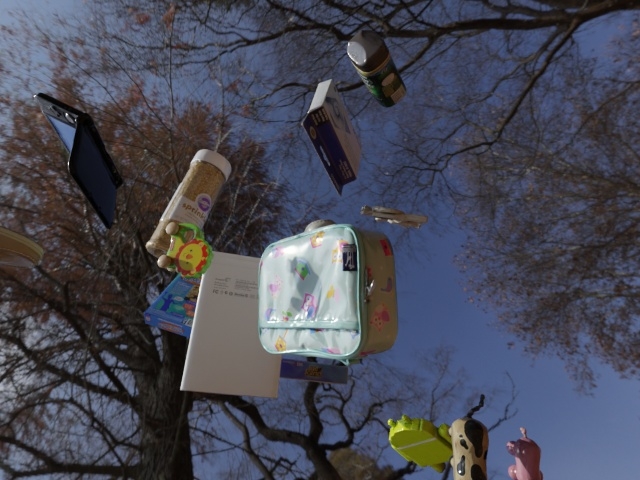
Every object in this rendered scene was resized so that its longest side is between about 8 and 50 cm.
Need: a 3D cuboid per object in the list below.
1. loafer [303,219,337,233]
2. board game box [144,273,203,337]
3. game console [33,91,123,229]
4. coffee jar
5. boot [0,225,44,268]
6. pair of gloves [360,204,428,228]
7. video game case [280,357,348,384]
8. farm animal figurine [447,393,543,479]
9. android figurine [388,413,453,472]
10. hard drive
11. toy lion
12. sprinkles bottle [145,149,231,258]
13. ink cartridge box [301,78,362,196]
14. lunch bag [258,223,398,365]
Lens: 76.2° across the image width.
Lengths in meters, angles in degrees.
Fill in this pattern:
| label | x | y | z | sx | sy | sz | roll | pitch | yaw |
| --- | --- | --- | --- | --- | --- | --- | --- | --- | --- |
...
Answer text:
| label | x | y | z | sx | sy | sz | roll | pitch | yaw |
| --- | --- | --- | --- | --- | --- | --- | --- | --- | --- |
| loafer | 0.000 | 0.000 | 0.999 | 0.111 | 0.319 | 0.112 | -3 | -105 | -4 |
| board game box | -0.385 | 0.181 | 1.201 | 0.160 | 0.210 | 0.047 | 17 | -54 | 7 |
| game console | -0.285 | -0.088 | 0.474 | 0.107 | 0.122 | 0.071 | 26 | -120 | 7 |
| coffee jar | 0.133 | -0.400 | 0.957 | 0.079 | 0.096 | 0.184 | -39 | -30 | 11 |
| boot | -0.487 | 0.050 | 0.513 | 0.213 | 0.165 | 0.077 | 20 | -39 | -39 |
| pair of gloves | 0.226 | -0.071 | 1.282 | 0.204 | 0.240 | 0.042 | 12 | -88 | 6 |
| video game case | -0.089 | 0.422 | 1.329 | 0.269 | 0.244 | 0.061 | 20 | -114 | -35 |
| farm animal figurine | 0.284 | 0.466 | 0.607 | 0.330 | 0.172 | 0.327 | 38 | -98 | 18 |
| android figurine | 0.341 | 0.667 | 1.346 | 0.272 | 0.056 | 0.248 | 41 | -52 | -10 |
| hard drive | -0.209 | 0.214 | 1.064 | 0.232 | 0.047 | 0.353 | 10 | -114 | -12 |
| toy lion | -0.231 | 0.018 | 0.718 | 0.095 | 0.034 | 0.100 | -1 | -111 | 18 |
| sprinkles bottle | -0.389 | -0.105 | 1.230 | 0.121 | 0.121 | 0.356 | 30 | -119 | -22 |
| ink cartridge box | 0.041 | -0.265 | 1.045 | 0.045 | 0.224 | 0.223 | -13 | -50 | 24 |
| lunch bag | 0.003 | 0.098 | 0.712 | 0.107 | 0.279 | 0.224 | 14 | -108 | -41 |
